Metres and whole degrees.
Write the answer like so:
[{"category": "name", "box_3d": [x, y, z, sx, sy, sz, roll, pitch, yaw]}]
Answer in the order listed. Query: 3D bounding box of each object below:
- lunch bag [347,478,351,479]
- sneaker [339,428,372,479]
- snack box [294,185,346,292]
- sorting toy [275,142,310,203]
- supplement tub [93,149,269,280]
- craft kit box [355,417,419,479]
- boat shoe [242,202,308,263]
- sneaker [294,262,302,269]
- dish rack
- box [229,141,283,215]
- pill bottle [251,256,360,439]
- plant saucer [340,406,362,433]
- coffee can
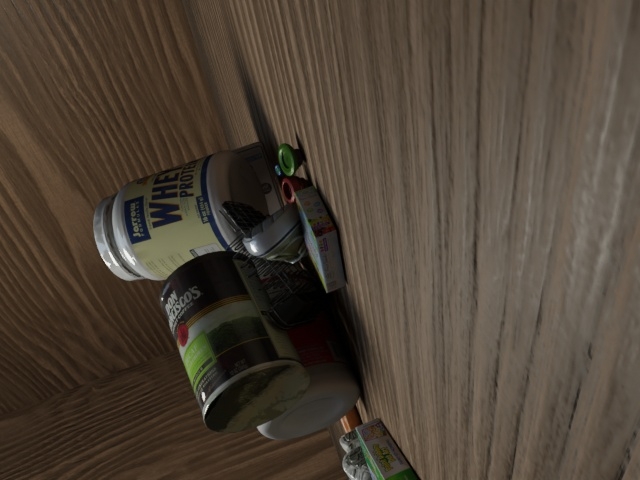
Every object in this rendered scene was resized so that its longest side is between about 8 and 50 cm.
[{"category": "lunch bag", "box_3d": [0.089, 0.846, 2.017, 0.090, 0.176, 0.219, -119, 11, -50]}, {"category": "sneaker", "box_3d": [0.106, 0.485, 1.375, 0.115, 0.090, 0.232, 64, -178, -3]}, {"category": "snack box", "box_3d": [0.000, 0.000, 0.989, 0.141, 0.037, 0.100, 79, 168, -50]}, {"category": "sorting toy", "box_3d": [-0.039, -0.110, 1.014, 0.061, 0.042, 0.102, 37, 137, 49]}, {"category": "supplement tub", "box_3d": [-0.300, -0.045, 1.403, 0.235, 0.325, 0.235, -15, -90, -74]}, {"category": "craft kit box", "box_3d": [0.148, 0.474, 1.112, 0.246, 0.061, 0.250, -151, 41, -75]}, {"category": "boat shoe", "box_3d": [-0.054, -0.010, 1.115, 0.094, 0.109, 0.302, 54, -170, -4]}, {"category": "sneaker", "box_3d": [-0.041, 0.117, 1.591, 0.065, 0.061, 0.158, 23, -138, -62]}, {"category": "dish rack", "box_3d": [-0.097, 0.039, 1.236, 0.271, 0.074, 0.208, 51, -169, 13]}, {"category": "box", "box_3d": [-0.177, -0.080, 1.572, 0.087, 0.169, 0.290, -143, 36, -73]}, {"category": "pill bottle", "box_3d": [-0.087, 0.204, 1.414, 0.229, 0.229, 0.408, 80, 167, -54]}, {"category": "plant saucer", "box_3d": [0.075, 0.454, 1.641, 0.200, 0.037, 0.200, 159, 90, -83]}, {"category": "coffee can", "box_3d": [-0.165, 0.185, 1.198, 0.275, 0.201, 0.201, 58, 167, 36]}]
